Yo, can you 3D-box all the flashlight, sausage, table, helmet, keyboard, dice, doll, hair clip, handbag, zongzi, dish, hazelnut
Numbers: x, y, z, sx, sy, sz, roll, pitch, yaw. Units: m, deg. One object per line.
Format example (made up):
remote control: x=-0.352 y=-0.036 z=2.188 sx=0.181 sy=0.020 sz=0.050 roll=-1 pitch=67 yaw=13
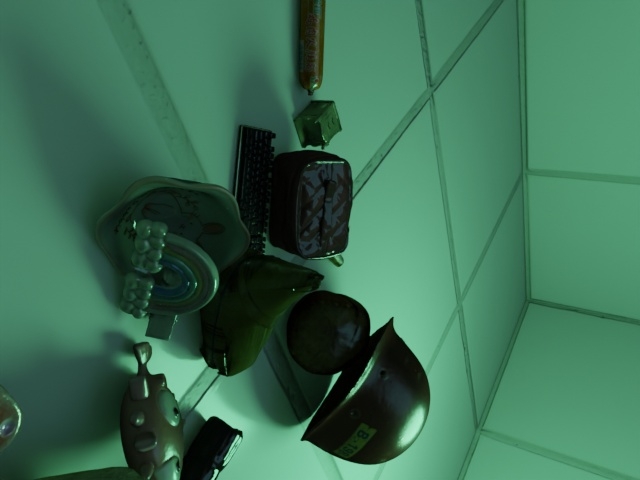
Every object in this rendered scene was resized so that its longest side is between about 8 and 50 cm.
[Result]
flashlight: x=-0.277 y=0.503 z=0.978 sx=0.424 sy=0.103 sz=0.103 roll=-56 pitch=141 yaw=-35
sausage: x=0.000 y=0.000 z=1.329 sx=0.269 sy=0.032 sz=0.033 roll=49 pitch=58 yaw=-52
table: x=-0.005 y=-0.252 z=1.220 sx=0.083 sy=0.062 sz=0.079 roll=-53 pitch=139 yaw=-36
helmet: x=0.145 y=0.390 z=1.336 sx=0.385 sy=0.230 sz=0.337 roll=-55 pitch=174 yaw=30
keyboard: x=-0.135 y=-0.064 z=1.102 sx=0.106 sy=0.027 sz=0.317 roll=-5 pitch=102 yaw=-57
dice: x=-0.422 y=0.210 z=0.657 sx=0.094 sy=0.093 sz=0.091 roll=-49 pitch=137 yaw=-41
doll: x=-0.267 y=0.293 z=0.886 sx=0.211 sy=0.093 sz=0.262 roll=98 pitch=-20 yaw=-73
sausage: x=-0.016 y=-0.478 z=1.146 sx=0.053 sy=0.053 sz=0.348 roll=-18 pitch=114 yaw=-55
hair clip: x=-0.233 y=0.067 z=0.866 sx=0.054 sy=0.140 sz=0.220 roll=-92 pitch=-157 yaw=-54
handbag: x=-0.020 y=-0.073 z=1.154 sx=0.146 sy=0.135 sz=0.225 roll=-4 pitch=105 yaw=-34
zongzi: x=-0.098 y=0.145 z=0.966 sx=0.123 sy=0.289 sz=0.260 roll=-19 pitch=116 yaw=-45
dish: x=-0.226 y=-0.029 z=0.863 sx=0.081 sy=0.229 sz=0.229 roll=-107 pitch=173 yaw=-45
hazelnut: x=0.013 y=0.206 z=1.291 sx=0.208 sy=0.208 sz=0.208 roll=-23 pitch=118 yaw=-54

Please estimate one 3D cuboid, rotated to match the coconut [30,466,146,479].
coconut: x=-0.327 y=0.419 z=0.720 sx=0.259 sy=0.259 sz=0.260 roll=-23 pitch=118 yaw=-54
